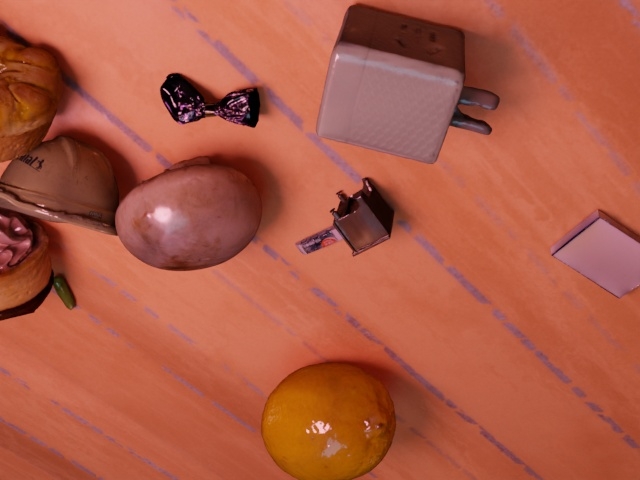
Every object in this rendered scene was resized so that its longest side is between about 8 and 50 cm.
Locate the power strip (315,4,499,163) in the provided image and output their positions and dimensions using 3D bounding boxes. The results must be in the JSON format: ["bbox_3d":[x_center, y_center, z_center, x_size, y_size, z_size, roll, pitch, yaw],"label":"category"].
[{"bbox_3d":[0.120,-0.197,0.869,0.224,0.140,0.139,13,130,0],"label":"power strip"}]

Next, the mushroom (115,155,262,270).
[{"bbox_3d":[-0.207,-0.046,1.044,0.226,0.178,0.226,-21,161,-7],"label":"mushroom"}]

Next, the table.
[{"bbox_3d":[0.063,-0.040,1.048,0.070,0.083,0.082,-27,112,26],"label":"table"}]

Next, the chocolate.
[{"bbox_3d":[-0.163,-0.201,0.983,0.147,0.072,0.070,10,172,14],"label":"chocolate"}]

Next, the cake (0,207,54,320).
[{"bbox_3d":[-0.568,0.015,1.154,0.207,0.185,0.178,33,136,14],"label":"cake"}]

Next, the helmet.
[{"bbox_3d":[-0.419,-0.099,1.069,0.257,0.137,0.204,11,173,34],"label":"helmet"}]

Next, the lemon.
[{"bbox_3d":[0.014,0.350,1.281,0.263,0.236,0.236,10,132,23],"label":"lemon"}]

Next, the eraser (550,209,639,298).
[{"bbox_3d":[0.458,0.024,1.054,0.150,0.023,0.104,30,129,-13],"label":"eraser"}]

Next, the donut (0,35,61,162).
[{"bbox_3d":[-0.508,-0.212,0.933,0.261,0.208,0.128,19,137,-18],"label":"donut"}]

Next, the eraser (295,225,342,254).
[{"bbox_3d":[0.000,0.000,1.134,0.099,0.019,0.027,-24,120,27],"label":"eraser"}]

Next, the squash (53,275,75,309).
[{"bbox_3d":[-0.510,0.106,1.326,0.027,0.027,0.089,-2,130,13],"label":"squash"}]
